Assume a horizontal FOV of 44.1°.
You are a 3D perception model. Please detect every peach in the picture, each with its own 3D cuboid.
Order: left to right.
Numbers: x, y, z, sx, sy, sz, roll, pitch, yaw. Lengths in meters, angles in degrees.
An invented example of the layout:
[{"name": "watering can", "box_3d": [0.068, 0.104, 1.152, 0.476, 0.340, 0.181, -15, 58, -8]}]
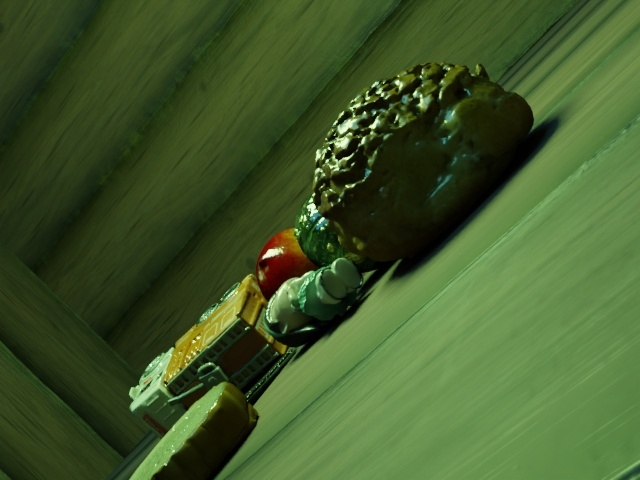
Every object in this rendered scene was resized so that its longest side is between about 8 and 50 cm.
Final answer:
[{"name": "peach", "box_3d": [-0.042, 0.063, 1.558, 0.197, 0.197, 0.197, -46, 1, 2]}]

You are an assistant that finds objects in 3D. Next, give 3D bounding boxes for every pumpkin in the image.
[{"name": "pumpkin", "box_3d": [0.050, -0.024, 1.385, 0.190, 0.190, 0.146, -46, -34, -18]}]

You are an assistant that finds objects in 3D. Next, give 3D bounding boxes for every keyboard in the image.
[{"name": "keyboard", "box_3d": [-0.111, 0.259, 1.399, 0.074, 0.015, 0.196, -40, 2, 44]}]

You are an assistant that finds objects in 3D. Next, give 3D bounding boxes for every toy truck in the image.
[{"name": "toy truck", "box_3d": [-0.235, 0.271, 1.682, 0.387, 0.173, 0.207, -43, 11, 18]}]

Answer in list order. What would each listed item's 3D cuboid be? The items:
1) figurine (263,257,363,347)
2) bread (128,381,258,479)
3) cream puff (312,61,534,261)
[{"name": "figurine", "box_3d": [-0.008, 0.100, 1.342, 0.138, 0.110, 0.245, -35, -2, -34]}, {"name": "bread", "box_3d": [-0.191, 0.311, 1.172, 0.236, 0.070, 0.236, -45, 5, 5]}, {"name": "cream puff", "box_3d": [0.134, -0.132, 1.178, 0.327, 0.231, 0.343, -43, -1, -41]}]
